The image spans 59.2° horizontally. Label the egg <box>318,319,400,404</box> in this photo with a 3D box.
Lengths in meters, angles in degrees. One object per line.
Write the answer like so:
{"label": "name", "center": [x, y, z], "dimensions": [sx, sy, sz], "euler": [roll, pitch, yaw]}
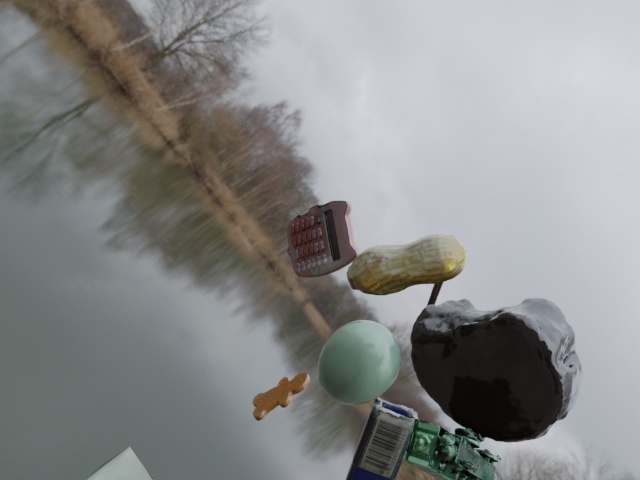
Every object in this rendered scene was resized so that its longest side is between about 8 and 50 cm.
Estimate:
{"label": "egg", "center": [0.082, 0.270, 1.238], "dimensions": [0.168, 0.168, 0.230], "euler": [54, -41, 23]}

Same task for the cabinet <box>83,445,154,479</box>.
{"label": "cabinet", "center": [-0.593, 0.706, 1.556], "dimensions": [0.145, 0.150, 0.206], "euler": [53, 19, 4]}

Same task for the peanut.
{"label": "peanut", "center": [0.139, 0.040, 0.938], "dimensions": [0.087, 0.207, 0.087], "euler": [43, 39, -49]}

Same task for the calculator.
{"label": "calculator", "center": [0.000, 0.000, 1.747], "dimensions": [0.330, 0.048, 0.219], "euler": [-18, -101, 47]}

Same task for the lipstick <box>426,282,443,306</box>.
{"label": "lipstick", "center": [0.354, 0.187, 1.781], "dimensions": [0.027, 0.027, 0.176], "euler": [53, -37, 42]}

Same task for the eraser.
{"label": "eraser", "center": [0.199, 0.681, 1.839], "dimensions": [0.155, 0.331, 0.101], "euler": [19, 17, 7]}

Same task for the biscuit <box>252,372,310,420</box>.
{"label": "biscuit", "center": [-0.143, 0.575, 2.097], "dimensions": [0.036, 0.250, 0.165], "euler": [55, 6, -19]}

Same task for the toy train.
{"label": "toy train", "center": [0.318, 0.503, 1.314], "dimensions": [0.155, 0.115, 0.269], "euler": [1, -30, 41]}

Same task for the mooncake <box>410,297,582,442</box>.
{"label": "mooncake", "center": [0.417, 0.292, 1.334], "dimensions": [0.381, 0.212, 0.350], "euler": [5, -73, 44]}
